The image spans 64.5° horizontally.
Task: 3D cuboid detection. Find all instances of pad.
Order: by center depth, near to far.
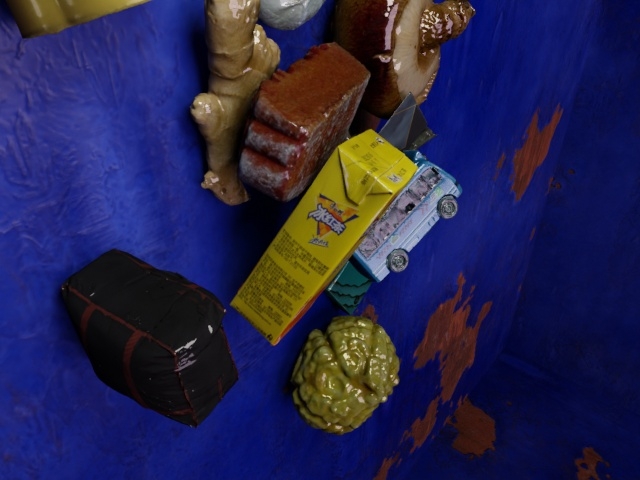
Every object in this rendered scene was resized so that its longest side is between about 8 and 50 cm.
[{"bbox_3d":[0.109,-0.145,0.938,0.243,0.004,0.163,-52,158,9],"label":"pad"}]

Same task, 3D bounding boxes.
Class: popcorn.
[{"bbox_3d":[0.056,0.302,1.158,0.270,0.224,0.258,-41,158,-44],"label":"popcorn"}]

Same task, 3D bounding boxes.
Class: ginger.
[{"bbox_3d":[-0.120,-0.193,0.703,0.148,0.081,0.334,-51,162,-55],"label":"ginger"}]

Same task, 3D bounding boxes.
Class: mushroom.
[{"bbox_3d":[0.130,-0.358,0.872,0.278,0.163,0.297,-34,139,-24],"label":"mushroom"}]

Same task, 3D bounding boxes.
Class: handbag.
[{"bbox_3d":[-0.217,0.129,0.668,0.155,0.215,0.169,-41,145,-44],"label":"handbag"}]

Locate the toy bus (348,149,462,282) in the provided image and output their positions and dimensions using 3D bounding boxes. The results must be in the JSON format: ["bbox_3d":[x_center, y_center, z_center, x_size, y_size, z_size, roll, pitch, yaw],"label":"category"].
[{"bbox_3d":[0.141,-0.048,0.963,0.246,0.113,0.134,-47,110,-5],"label":"toy bus"}]

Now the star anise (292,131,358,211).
[{"bbox_3d":[0.023,-0.100,0.967,0.212,0.073,0.197,-49,152,-30],"label":"star anise"}]

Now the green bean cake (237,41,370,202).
[{"bbox_3d":[-0.025,-0.171,0.724,0.233,0.097,0.199,-46,161,-60],"label":"green bean cake"}]

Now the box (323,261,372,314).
[{"bbox_3d":[0.094,0.049,1.195,0.226,0.042,0.161,-56,145,-12],"label":"box"}]

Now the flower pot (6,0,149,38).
[{"bbox_3d":[-0.206,-0.294,0.438,0.195,0.195,0.179,-39,127,-33],"label":"flower pot"}]

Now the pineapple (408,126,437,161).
[{"bbox_3d":[0.163,-0.138,1.093,0.248,0.128,0.128,-60,147,-9],"label":"pineapple"}]

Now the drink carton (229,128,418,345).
[{"bbox_3d":[0.000,0.000,0.819,0.351,0.111,0.154,-52,174,31],"label":"drink carton"}]

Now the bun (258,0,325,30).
[{"bbox_3d":[-0.038,-0.363,0.702,0.141,0.083,0.141,-36,141,-36],"label":"bun"}]
